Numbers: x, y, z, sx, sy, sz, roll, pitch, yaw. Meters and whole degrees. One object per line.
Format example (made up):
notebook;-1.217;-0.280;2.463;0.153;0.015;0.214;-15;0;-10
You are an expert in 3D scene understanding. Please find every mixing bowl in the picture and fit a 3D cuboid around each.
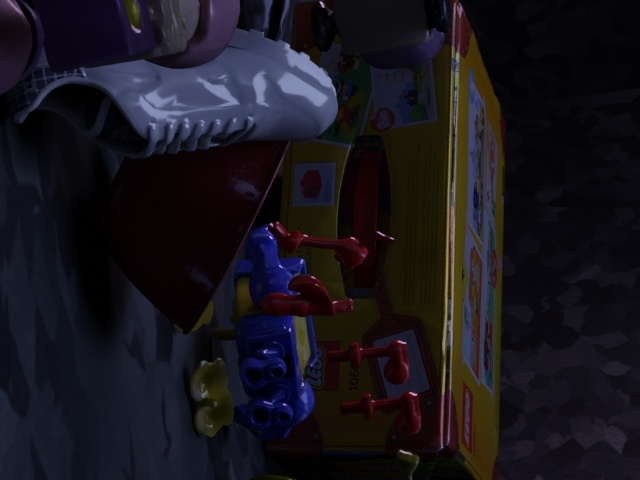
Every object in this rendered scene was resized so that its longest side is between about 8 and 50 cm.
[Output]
mixing bowl;-0.098;-0.035;1.287;0.181;0.098;0.181;-61;-172;14

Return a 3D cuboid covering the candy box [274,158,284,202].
candy box;-0.022;-0.110;2.168;0.109;0.053;0.186;74;14;-47

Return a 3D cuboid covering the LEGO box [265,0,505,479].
LEGO box;0.088;0.030;2.039;0.372;0.193;0.500;53;38;-67

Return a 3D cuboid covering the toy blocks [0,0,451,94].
toy blocks;-0.081;-0.223;0.933;0.260;0.309;0.288;-36;119;-74

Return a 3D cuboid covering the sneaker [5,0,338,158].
sneaker;-0.096;-0.092;1.166;0.090;0.235;0.095;-42;-137;50

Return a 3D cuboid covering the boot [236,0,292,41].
boot;-0.130;-0.220;1.184;0.229;0.091;0.263;-10;99;-47

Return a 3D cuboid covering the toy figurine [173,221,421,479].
toy figurine;-0.011;0.113;1.616;0.217;0.191;0.362;-91;172;-67
